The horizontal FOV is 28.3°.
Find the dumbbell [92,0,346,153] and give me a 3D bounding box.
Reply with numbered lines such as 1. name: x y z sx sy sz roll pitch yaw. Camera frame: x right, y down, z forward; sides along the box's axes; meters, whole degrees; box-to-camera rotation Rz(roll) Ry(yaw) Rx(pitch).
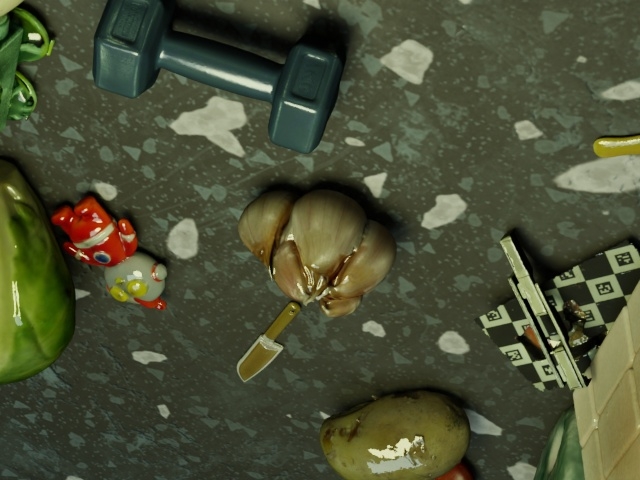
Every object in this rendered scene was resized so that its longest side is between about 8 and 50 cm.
1. dumbbell: -0.130 -0.227 1.647 0.316 0.156 0.143 18 108 1

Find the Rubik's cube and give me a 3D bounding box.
1. Rubik's cube: 0.558 0.269 1.753 0.322 0.315 0.318 7 139 -7

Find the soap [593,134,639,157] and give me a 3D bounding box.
1. soap: 0.401 -0.123 1.659 0.089 0.012 0.034 -5 133 24

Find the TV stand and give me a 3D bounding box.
1. TV stand: 0.319 0.102 1.830 0.042 0.036 0.249 -22 99 32

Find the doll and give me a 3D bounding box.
1. doll: -0.326 0.030 2.042 0.142 0.076 0.245 -16 124 33

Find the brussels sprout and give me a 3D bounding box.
1. brussels sprout: -0.528 0.062 2.002 0.276 0.314 0.371 -7 131 -6

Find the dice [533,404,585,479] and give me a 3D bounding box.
1. dice: 0.499 0.473 2.005 0.331 0.348 0.328 14 136 4

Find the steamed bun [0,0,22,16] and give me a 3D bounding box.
1. steamed bun: -0.465 -0.360 1.509 0.334 0.312 0.233 1 137 23

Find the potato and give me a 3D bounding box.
1. potato: 0.124 0.335 2.130 0.262 0.165 0.165 -7 132 27

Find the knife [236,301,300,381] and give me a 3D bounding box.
1. knife: -0.087 0.178 2.147 0.046 0.022 0.256 25 138 -13

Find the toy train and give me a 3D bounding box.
1. toy train: -0.498 -0.237 1.768 0.188 0.159 0.271 30 138 3

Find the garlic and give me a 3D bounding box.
1. garlic: 0.000 0.000 1.836 0.160 0.191 0.214 -42 101 18

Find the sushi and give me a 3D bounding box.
1. sushi: 0.392 0.110 1.882 0.280 0.043 0.192 -31 114 31

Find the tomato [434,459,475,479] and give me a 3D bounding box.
1. tomato: 0.150 0.456 2.266 0.200 0.139 0.233 43 133 -16
